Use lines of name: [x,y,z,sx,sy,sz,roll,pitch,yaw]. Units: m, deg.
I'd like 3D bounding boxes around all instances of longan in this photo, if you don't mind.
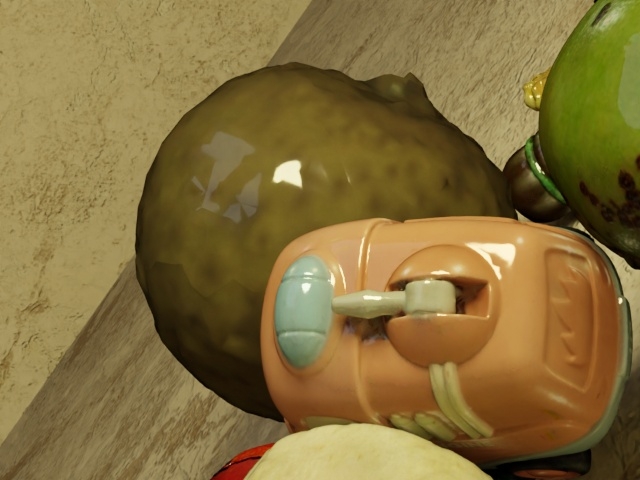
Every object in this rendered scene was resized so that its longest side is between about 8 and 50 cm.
longan: [0.000,0.000,1.558,0.391,0.391,0.391,-46,17,18]

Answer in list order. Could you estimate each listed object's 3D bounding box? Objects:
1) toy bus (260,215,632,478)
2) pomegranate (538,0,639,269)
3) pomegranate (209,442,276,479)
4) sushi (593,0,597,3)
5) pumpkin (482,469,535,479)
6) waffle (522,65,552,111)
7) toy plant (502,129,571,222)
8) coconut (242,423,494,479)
toy bus: [0.080,0.074,1.156,0.288,0.232,0.194,-4,75,27]
pomegranate: [0.311,-0.110,1.110,0.291,0.291,0.323,-86,19,-63]
pomegranate: [-0.013,0.277,1.325,0.235,0.210,0.210,-9,38,29]
sushi: [0.411,-0.259,1.288,0.359,0.064,0.343,-43,-23,10]
pumpkin: [0.131,0.139,1.337,0.202,0.140,0.202,-30,39,28]
waffle: [0.288,-0.170,1.514,0.191,0.038,0.191,-19,7,2]
toy plant: [0.264,-0.088,1.561,0.162,0.093,0.093,-38,21,30]
coconut: [0.024,0.289,1.033,0.329,0.329,0.329,-46,17,18]
